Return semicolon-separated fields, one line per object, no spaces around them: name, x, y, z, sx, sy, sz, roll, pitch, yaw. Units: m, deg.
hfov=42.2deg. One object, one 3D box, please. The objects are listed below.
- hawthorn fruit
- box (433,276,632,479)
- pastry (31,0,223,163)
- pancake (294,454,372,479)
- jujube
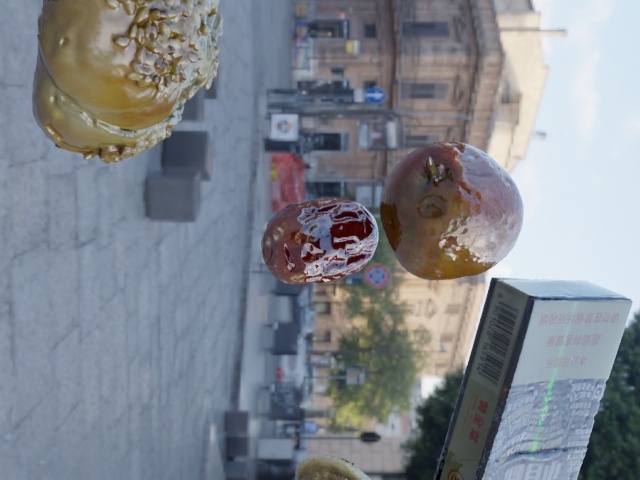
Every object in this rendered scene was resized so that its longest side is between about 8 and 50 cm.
hawthorn fruit;0.236;-0.069;1.568;0.298;0.277;0.277;56;29;-57
box;0.277;0.204;1.090;0.084;0.198;0.310;29;-69;52
pastry;-0.188;-0.213;0.880;0.255;0.162;0.311;-62;-177;-30
pancake;0.030;0.358;1.129;0.028;0.158;0.158;-41;141;-45
jujube;0.000;0.000;1.675;0.174;0.250;0.174;9;-79;56
